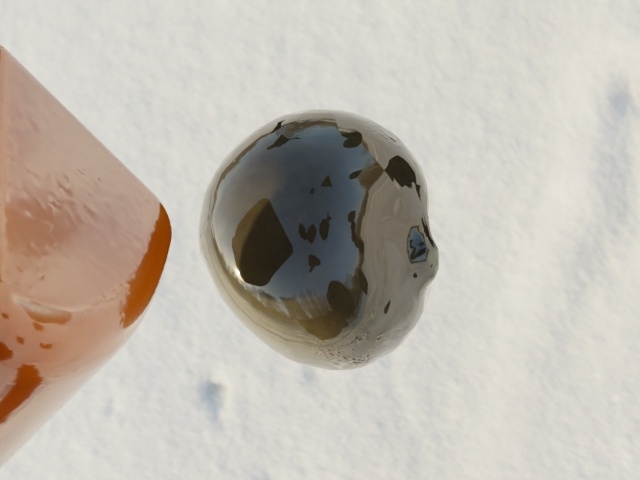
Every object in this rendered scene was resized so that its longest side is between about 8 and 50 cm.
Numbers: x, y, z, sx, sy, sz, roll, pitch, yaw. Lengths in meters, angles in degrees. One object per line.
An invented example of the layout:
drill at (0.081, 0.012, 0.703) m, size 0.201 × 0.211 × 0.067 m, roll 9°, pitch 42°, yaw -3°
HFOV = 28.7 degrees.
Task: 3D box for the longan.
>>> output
longan at (0.000, 0.000, 0.901) m, size 0.189 × 0.189 × 0.189 m, roll -14°, pitch 61°, yaw 27°

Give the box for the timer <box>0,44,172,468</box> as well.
timer at (-0.215, 0.063, 0.683) m, size 0.257 × 0.161 × 0.250 m, roll -44°, pitch 19°, yaw 21°
